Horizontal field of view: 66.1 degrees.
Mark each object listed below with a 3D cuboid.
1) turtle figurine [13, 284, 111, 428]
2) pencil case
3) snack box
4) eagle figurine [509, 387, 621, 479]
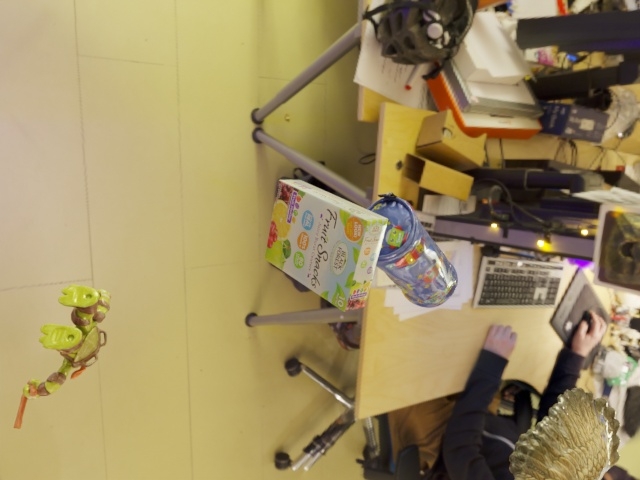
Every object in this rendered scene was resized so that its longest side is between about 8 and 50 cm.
[{"bbox_3d":[-0.417,0.181,0.828,0.087,0.217,0.270,30,53,-4],"label":"turtle figurine"},{"bbox_3d":[0.164,0.031,0.932,0.119,0.133,0.306,-55,143,-4],"label":"pencil case"},{"bbox_3d":[0.000,0.000,0.537,0.037,0.141,0.100,-7,116,-43],"label":"snack box"},{"bbox_3d":[0.305,0.330,0.576,0.298,0.225,0.226,-31,89,-1],"label":"eagle figurine"}]
